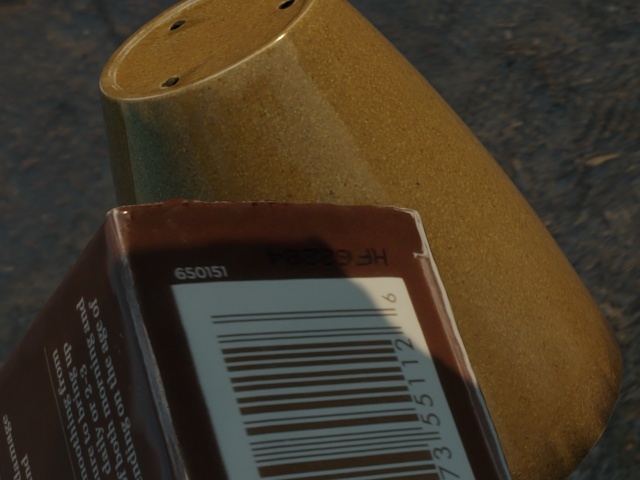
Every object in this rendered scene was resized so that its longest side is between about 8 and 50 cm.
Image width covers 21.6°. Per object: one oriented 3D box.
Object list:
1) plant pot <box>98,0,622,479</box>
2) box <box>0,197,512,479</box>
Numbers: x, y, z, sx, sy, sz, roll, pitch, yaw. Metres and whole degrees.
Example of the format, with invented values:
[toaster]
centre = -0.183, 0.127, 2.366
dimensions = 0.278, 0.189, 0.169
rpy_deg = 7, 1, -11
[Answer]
[plant pot]
centre = 0.000, 0.000, 0.847
dimensions = 0.237, 0.237, 0.254
rpy_deg = -8, 123, 30
[box]
centre = -0.075, 0.163, 0.685
dimensions = 0.381, 0.143, 0.191
rpy_deg = -46, 53, 45
